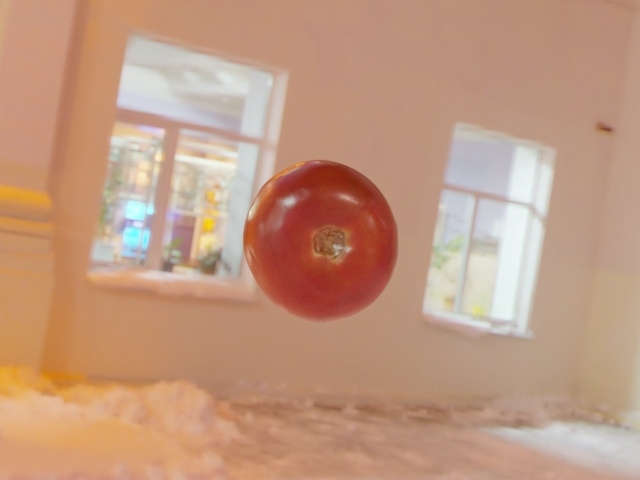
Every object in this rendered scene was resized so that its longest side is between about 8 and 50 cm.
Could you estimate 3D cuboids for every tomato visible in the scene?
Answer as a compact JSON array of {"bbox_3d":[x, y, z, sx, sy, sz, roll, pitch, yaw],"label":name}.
[{"bbox_3d":[0.000,0.000,1.476,0.195,0.195,0.136,9,5,-11],"label":"tomato"}]
